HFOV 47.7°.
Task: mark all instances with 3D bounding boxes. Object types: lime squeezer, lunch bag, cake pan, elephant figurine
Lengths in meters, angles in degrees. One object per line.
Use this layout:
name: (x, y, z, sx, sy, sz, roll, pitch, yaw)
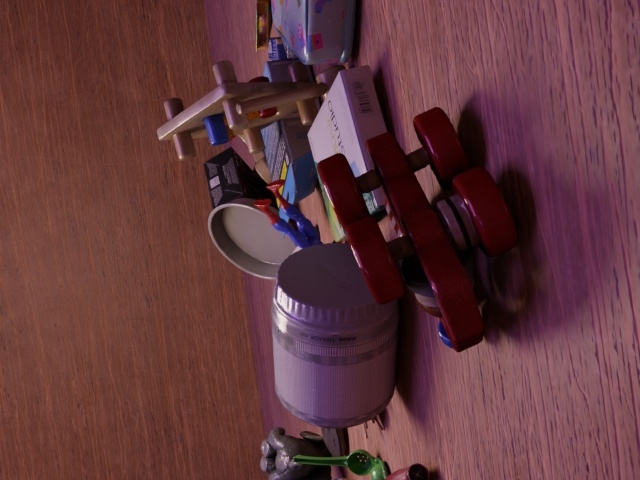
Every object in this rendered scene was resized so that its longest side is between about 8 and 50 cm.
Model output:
lime squeezer: (0.090, 0.473, 1.477, 0.310, 0.110, 0.058, 12, 94, 45)
lunch bag: (-0.017, -0.448, 1.317, 0.279, 0.108, 0.224, -115, 19, -53)
cake pan: (-0.181, -0.007, 2.062, 0.293, 0.293, 0.054, 96, -160, -48)
elephant figurine: (-0.027, 0.573, 1.947, 0.186, 0.240, 0.169, 54, 129, 44)

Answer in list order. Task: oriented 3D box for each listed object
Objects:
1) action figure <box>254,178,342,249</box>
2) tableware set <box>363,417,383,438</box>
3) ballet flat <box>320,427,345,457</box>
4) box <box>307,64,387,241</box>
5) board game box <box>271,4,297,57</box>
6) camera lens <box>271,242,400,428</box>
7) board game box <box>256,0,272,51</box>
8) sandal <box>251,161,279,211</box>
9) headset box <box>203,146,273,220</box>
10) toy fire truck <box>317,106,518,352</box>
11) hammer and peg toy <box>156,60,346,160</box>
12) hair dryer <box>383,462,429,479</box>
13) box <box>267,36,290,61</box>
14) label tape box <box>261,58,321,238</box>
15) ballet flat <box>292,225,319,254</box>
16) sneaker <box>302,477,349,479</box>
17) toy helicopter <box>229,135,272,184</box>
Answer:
action figure: (0.000, 0.000, 1.485, 0.139, 0.091, 0.280, -2, 135, 44)
tableware set: (0.090, 0.291, 1.487, 0.128, 0.039, 0.194, 78, -179, -50)
ballet flat: (0.032, 0.433, 1.820, 0.084, 0.058, 0.249, 2, 107, 56)
box: (0.053, -0.138, 1.285, 0.322, 0.059, 0.232, 131, 125, -76)
board game box: (-0.061, -0.533, 1.563, 0.194, 0.060, 0.194, 97, 161, -51)
camera lens: (0.026, 0.170, 1.264, 0.219, 0.220, 0.274, -117, 22, -55)
board game box: (-0.131, -0.576, 1.757, 0.124, 0.039, 0.259, 95, -179, -48)
sandal: (-0.160, -0.183, 2.181, 0.120, 0.086, 0.302, 111, 149, -65)
headset box: (-0.225, -0.113, 2.246, 0.293, 0.110, 0.218, 49, -163, -47)
toy fire truck: (0.133, 0.007, 0.890, 0.302, 0.169, 0.254, -110, -7, -46)
hammer and peg toy: (-0.127, -0.269, 1.386, 0.361, 0.266, 0.127, -19, 85, 47)
hair dryer: (0.171, 0.496, 1.231, 0.224, 0.080, 0.293, 22, 127, 58)
box: (-0.102, -0.413, 1.884, 0.136, 0.037, 0.225, -131, 34, -68)
label tape box: (-0.057, -0.207, 1.654, 0.240, 0.106, 0.333, 111, 148, -64)
ballet flat: (-0.041, 0.054, 1.845, 0.072, 0.068, 0.213, -112, 19, -47)
sneaker: (-0.010, 0.742, 1.842, 0.182, 0.127, 0.315, 1, 96, 33)
toy helicopter: (-0.150, -0.237, 1.921, 0.235, 0.140, 0.355, 40, -163, -36)
